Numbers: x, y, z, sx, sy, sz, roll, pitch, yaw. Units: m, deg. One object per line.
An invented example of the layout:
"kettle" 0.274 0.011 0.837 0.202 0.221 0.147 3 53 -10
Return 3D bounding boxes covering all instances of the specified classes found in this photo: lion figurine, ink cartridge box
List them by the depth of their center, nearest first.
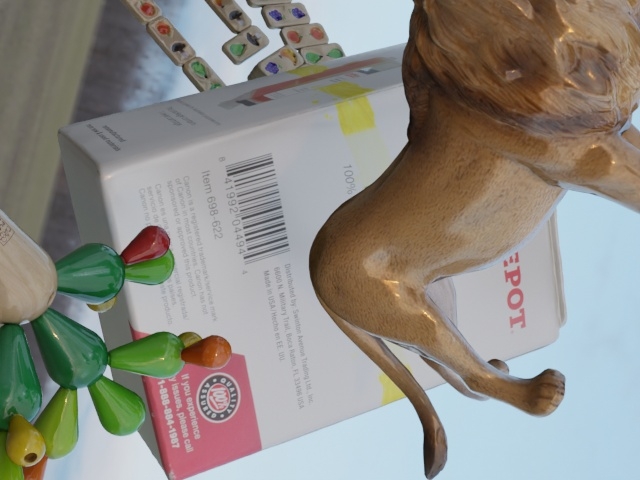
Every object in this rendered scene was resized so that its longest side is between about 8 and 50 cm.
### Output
"lion figurine" 0.089 -0.028 0.783 0.392 0.240 0.142 -55 -170 26
"ink cartridge box" 0.000 0.000 1.103 0.160 0.384 0.279 -146 -137 -62

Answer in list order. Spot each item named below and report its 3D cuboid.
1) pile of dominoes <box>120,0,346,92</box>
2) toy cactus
"pile of dominoes" -0.075 -0.230 1.378 0.196 0.251 0.040 -40 177 -38
"toy cactus" -0.150 0.055 0.728 0.112 0.180 0.219 0 -137 42
